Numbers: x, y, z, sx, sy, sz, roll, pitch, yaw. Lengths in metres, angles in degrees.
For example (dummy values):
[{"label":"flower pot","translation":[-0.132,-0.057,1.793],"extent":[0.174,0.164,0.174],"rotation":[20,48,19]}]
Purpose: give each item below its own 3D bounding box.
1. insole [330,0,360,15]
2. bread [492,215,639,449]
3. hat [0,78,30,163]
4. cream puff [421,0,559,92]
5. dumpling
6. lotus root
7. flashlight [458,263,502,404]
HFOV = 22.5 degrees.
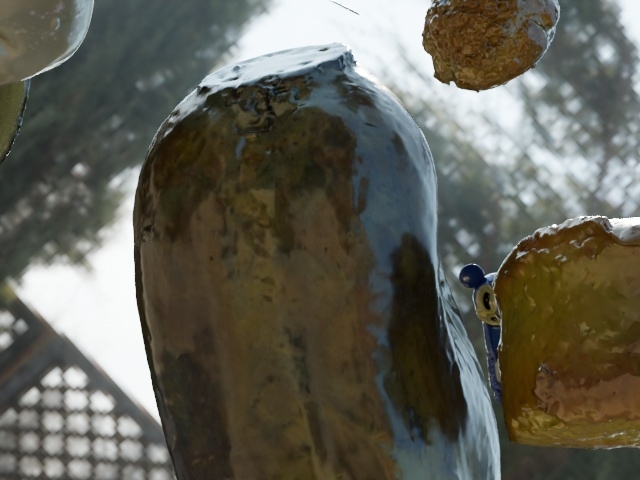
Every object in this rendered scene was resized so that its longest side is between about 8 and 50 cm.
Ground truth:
[{"label":"insole","translation":[-0.007,-0.367,2.389],"extent":[0.065,0.004,0.197],"rotation":[30,8,41]},{"label":"bread","translation":[0.225,0.057,1.039],"extent":[0.260,0.160,0.147],"rotation":[2,-10,19]},{"label":"hat","translation":[-0.330,-0.121,1.345],"extent":[0.257,0.257,0.130],"rotation":[43,6,17]},{"label":"cream puff","translation":[0.161,-0.214,1.542],"extent":[0.126,0.144,0.103],"rotation":[5,-47,42]},{"label":"dumpling","translation":[-0.250,-0.167,1.154],"extent":[0.247,0.172,0.142],"rotation":[-27,-72,35]},{"label":"lotus root","translation":[-0.007,0.039,1.143],"extent":[0.250,0.250,0.346],"rotation":[-169,-113,-67]},{"label":"flashlight","translation":[0.140,0.074,1.252],"extent":[0.035,0.057,0.121],"rotation":[-64,149,-62]}]
